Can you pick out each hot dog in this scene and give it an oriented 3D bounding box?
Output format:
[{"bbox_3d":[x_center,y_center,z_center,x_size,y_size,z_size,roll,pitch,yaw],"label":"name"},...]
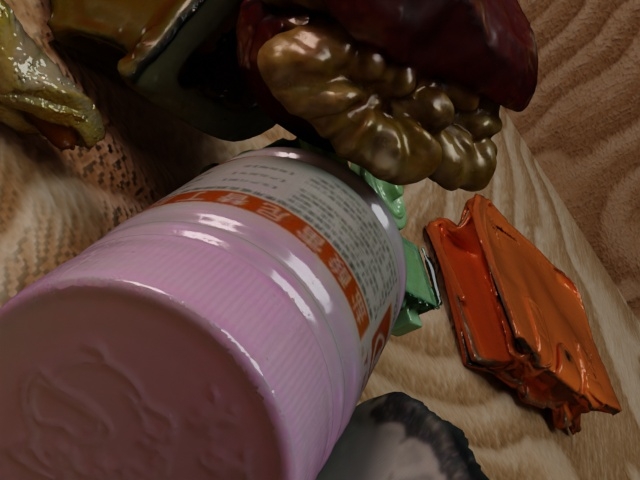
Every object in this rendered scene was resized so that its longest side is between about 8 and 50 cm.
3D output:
[{"bbox_3d":[-0.230,-0.123,0.676,0.169,0.078,0.061,50,64,-21],"label":"hot dog"}]

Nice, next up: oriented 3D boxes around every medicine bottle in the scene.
[{"bbox_3d":[-0.064,0.063,0.620,0.202,0.202,0.316,57,22,-7],"label":"medicine bottle"}]

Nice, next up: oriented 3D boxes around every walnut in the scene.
[{"bbox_3d":[0.063,-0.149,0.750,0.269,0.222,0.244,18,41,-32],"label":"walnut"}]

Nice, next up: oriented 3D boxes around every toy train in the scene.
[{"bbox_3d":[0.000,0.000,0.905,0.271,0.159,0.188,27,43,-59],"label":"toy train"}]

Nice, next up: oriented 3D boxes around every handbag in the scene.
[{"bbox_3d":[0.335,0.126,1.494,0.410,0.116,0.304,34,33,-45],"label":"handbag"}]

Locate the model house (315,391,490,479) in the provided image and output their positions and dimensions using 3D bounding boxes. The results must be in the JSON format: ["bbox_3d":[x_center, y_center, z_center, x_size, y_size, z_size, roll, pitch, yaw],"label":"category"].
[{"bbox_3d":[0.070,0.289,0.587,0.301,0.190,0.271,63,-8,-16],"label":"model house"}]

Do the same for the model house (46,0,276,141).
[{"bbox_3d":[-0.136,-0.210,0.891,0.239,0.173,0.268,28,0,30],"label":"model house"}]
